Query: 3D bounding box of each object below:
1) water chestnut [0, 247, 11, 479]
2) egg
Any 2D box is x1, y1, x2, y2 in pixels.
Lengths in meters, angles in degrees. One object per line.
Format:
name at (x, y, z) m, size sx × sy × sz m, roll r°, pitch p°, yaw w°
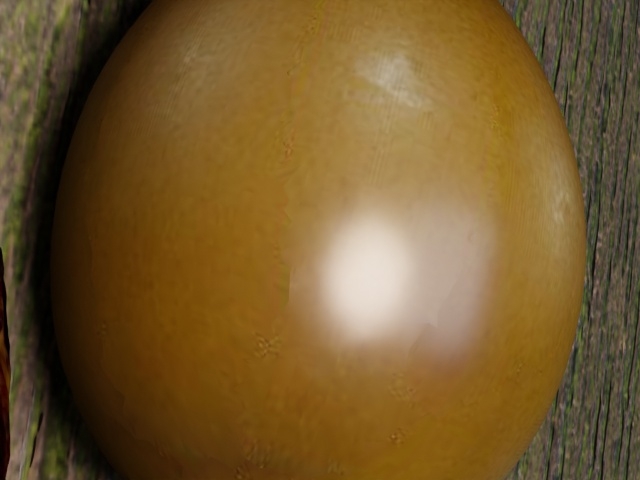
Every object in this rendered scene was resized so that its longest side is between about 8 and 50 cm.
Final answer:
water chestnut at (-0.218, 0.034, 0.663) m, size 0.300 × 0.300 × 0.300 m, roll -2°, pitch 93°, yaw -58°
egg at (0.000, 0.000, 0.993) m, size 0.282 × 0.283 × 0.351 m, roll 32°, pitch 60°, yaw -54°
